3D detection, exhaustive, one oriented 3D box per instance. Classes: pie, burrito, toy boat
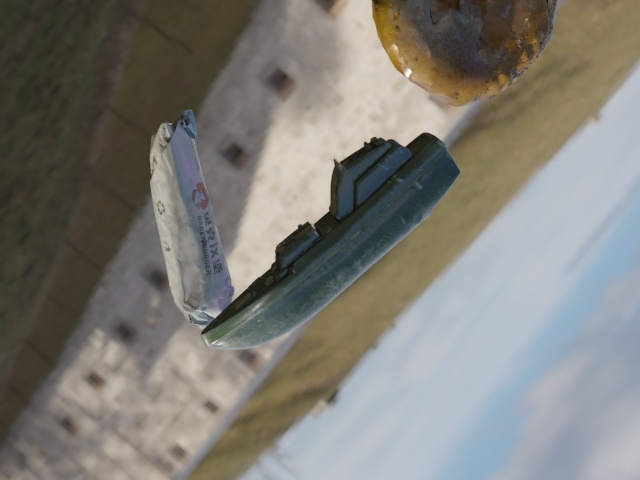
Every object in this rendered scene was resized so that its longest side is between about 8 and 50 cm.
[{"bbox_3d":[0.184,-0.294,1.941,0.273,0.273,0.069,-49,-149,-8],"label":"pie"},{"bbox_3d":[-0.122,-0.017,1.433,0.064,0.203,0.064,-11,-170,2],"label":"burrito"},{"bbox_3d":[0.000,0.000,1.299,0.260,0.085,0.078,-41,-168,2],"label":"toy boat"}]
